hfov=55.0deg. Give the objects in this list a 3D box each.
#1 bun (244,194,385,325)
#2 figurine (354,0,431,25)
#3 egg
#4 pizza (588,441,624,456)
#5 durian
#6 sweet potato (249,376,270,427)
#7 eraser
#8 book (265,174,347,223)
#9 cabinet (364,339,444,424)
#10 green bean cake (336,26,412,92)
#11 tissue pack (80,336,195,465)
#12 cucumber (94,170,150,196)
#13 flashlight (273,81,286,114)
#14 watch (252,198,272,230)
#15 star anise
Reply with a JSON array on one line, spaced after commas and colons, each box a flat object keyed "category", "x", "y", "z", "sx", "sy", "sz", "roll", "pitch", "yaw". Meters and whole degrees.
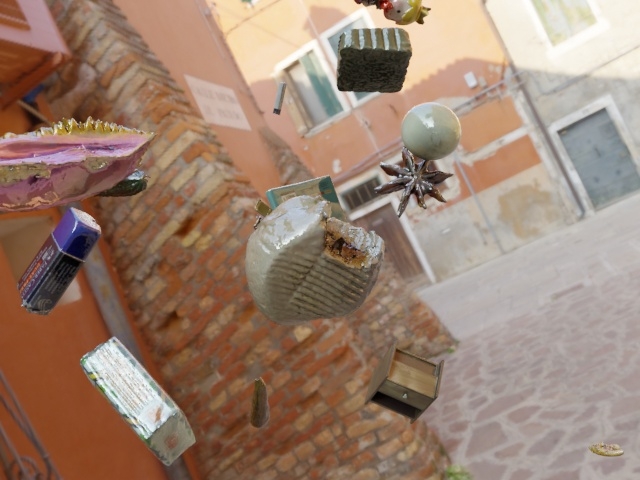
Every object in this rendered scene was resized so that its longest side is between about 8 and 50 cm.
[{"category": "bun", "x": -0.027, "y": 0.035, "z": 1.214, "sx": 0.281, "sy": 0.282, "sz": 0.205, "roll": -26, "pitch": 36, "yaw": 0}, {"category": "figurine", "x": 0.213, "y": -0.717, "z": 1.846, "sx": 0.127, "sy": 0.234, "sz": 0.185, "roll": -41, "pitch": 10, "yaw": 36}, {"category": "egg", "x": 0.361, "y": -0.359, "z": 2.025, "sx": 0.186, "sy": 0.187, "sz": 0.253, "roll": -26, "pitch": 23, "yaw": -2}, {"category": "pizza", "x": 0.603, "y": 0.441, "z": 1.300, "sx": 0.037, "sy": 0.016, "sz": 0.083, "roll": -28, "pitch": 7, "yaw": -32}, {"category": "durian", "x": -0.451, "y": -0.125, "z": 0.993, "sx": 0.341, "sy": 0.112, "sz": 0.191, "roll": -21, "pitch": -4, "yaw": -43}, {"category": "sweet potato", "x": -0.218, "y": 0.590, "z": 2.201, "sx": 0.075, "sy": 0.075, "sz": 0.274, "roll": -25, "pitch": -39, "yaw": -29}, {"category": "eraser", "x": -0.824, "y": 0.069, "z": 1.933, "sx": 0.101, "sy": 0.155, "sz": 0.332, "roll": 30, "pitch": -84, "yaw": -43}, {"category": "book", "x": 0.000, "y": 0.000, "z": 1.873, "sx": 0.264, "sy": 0.380, "sz": 0.031, "roll": -18, "pitch": -3, "yaw": -41}, {"category": "cabinet", "x": 0.266, "y": 0.458, "z": 1.967, "sx": 0.215, "sy": 0.174, "sz": 0.148, "roll": 114, "pitch": 179, "yaw": -47}, {"category": "green bean cake", "x": 0.134, "y": -0.470, "z": 1.608, "sx": 0.184, "sy": 0.094, "sz": 0.183, "roll": -4, "pitch": -23, "yaw": -5}, {"category": "tissue pack", "x": -0.486, "y": 0.433, "z": 1.654, "sx": 0.128, "sy": 0.310, "sz": 0.228, "roll": -39, "pitch": -30, "yaw": -23}, {"category": "cucumber", "x": -0.518, "y": -0.141, "z": 1.528, "sx": 0.265, "sy": 0.077, "sz": 0.077, "roll": 4, "pitch": 15, "yaw": 30}, {"category": "flashlight", "x": -0.107, "y": -0.372, "z": 1.612, "sx": 0.018, "sy": 0.083, "sz": 0.018, "roll": 20, "pitch": 16, "yaw": 24}, {"category": "watch", "x": -0.169, "y": -0.046, "z": 2.230, "sx": 0.164, "sy": 0.268, "sz": 0.102, "roll": -9, "pitch": 48, "yaw": 52}, {"category": "star anise", "x": 0.326, "y": -0.202, "z": 2.129, "sx": 0.288, "sy": 0.288, "sz": 0.088, "roll": -26, "pitch": -27, "yaw": -8}]
